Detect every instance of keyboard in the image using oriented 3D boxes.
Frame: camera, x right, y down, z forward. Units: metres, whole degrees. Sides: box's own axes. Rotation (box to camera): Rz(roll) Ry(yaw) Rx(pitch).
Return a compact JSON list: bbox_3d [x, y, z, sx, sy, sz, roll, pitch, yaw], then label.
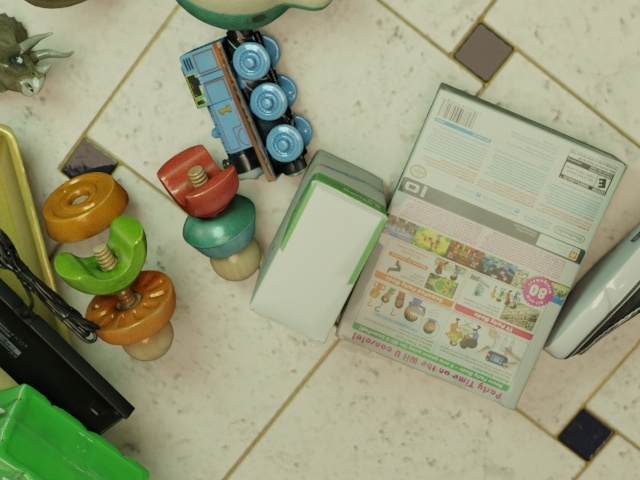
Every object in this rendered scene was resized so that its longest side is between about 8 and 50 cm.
[{"bbox_3d":[-0.324,0.083,1.435,0.317,0.033,0.201,45,139,-8],"label":"keyboard"}]

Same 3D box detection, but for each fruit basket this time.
[{"bbox_3d":[-0.380,0.330,1.512,0.353,0.165,0.327,-37,115,27],"label":"fruit basket"}]

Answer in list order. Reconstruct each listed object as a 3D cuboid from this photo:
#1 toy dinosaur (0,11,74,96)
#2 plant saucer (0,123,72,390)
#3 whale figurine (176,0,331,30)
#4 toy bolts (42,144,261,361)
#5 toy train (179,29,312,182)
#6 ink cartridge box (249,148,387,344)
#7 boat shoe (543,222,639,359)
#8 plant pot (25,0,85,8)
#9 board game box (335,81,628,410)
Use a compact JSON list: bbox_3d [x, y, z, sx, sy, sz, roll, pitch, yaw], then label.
[{"bbox_3d":[-0.440,-0.228,1.472,0.313,0.121,0.160,33,90,1],"label":"toy dinosaur"},{"bbox_3d":[-0.463,0.050,1.536,0.332,0.081,0.333,-11,102,6],"label":"plant saucer"},{"bbox_3d":[-0.043,-0.324,1.416,0.272,0.141,0.216,-25,70,-14],"label":"whale figurine"},{"bbox_3d":[-0.181,0.009,1.494,0.228,0.218,0.158,-32,126,-12],"label":"toy bolts"},{"bbox_3d":[-0.081,-0.149,1.475,0.105,0.080,0.184,-18,103,16],"label":"toy train"},{"bbox_3d":[0.000,0.000,1.433,0.093,0.212,0.154,25,102,-6],"label":"ink cartridge box"},{"bbox_3d":[0.379,0.038,1.481,0.102,0.108,0.301,43,94,-5],"label":"boat shoe"},{"bbox_3d":[-0.292,-0.446,1.325,0.280,0.323,0.323,40,102,11],"label":"plant pot"},{"bbox_3d":[0.175,0.006,1.484,0.224,0.097,0.303,23,101,-1],"label":"board game box"}]
